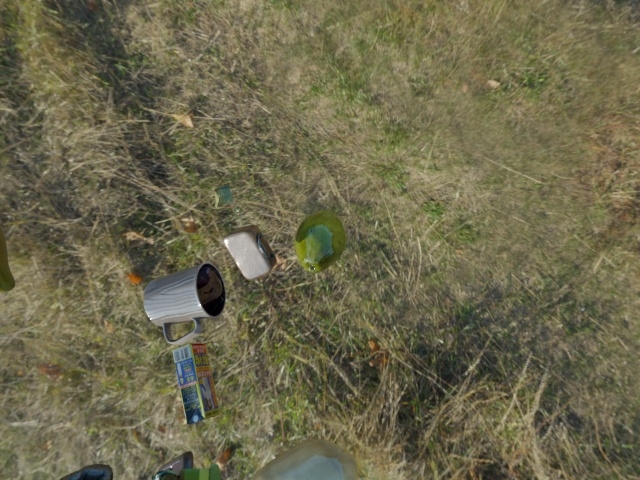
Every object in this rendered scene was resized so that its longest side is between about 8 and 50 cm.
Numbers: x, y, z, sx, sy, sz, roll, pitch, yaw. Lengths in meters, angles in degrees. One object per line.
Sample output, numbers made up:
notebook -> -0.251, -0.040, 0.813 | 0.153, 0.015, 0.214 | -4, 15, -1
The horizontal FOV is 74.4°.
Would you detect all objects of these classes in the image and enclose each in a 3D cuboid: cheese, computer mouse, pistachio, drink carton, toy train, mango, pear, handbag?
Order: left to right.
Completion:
mango -> -1.152, 0.044, 1.446 | 0.129, 0.146, 0.289 | -17, 90, -9
computer mouse -> -0.455, 0.744, 1.323 | 0.057, 0.120, 0.232 | 27, 127, -32
toy train -> -0.393, 0.772, 1.200 | 0.202, 0.120, 0.301 | 7, 116, -13
drink carton -> -0.280, 0.319, 0.948 | 0.056, 0.071, 0.166 | -21, 72, 13
cheese -> -0.326, -0.140, 1.375 | 0.041, 0.084, 0.060 | 4, 114, 19
handbag -> -0.249, 0.042, 1.530 | 0.151, 0.072, 0.193 | -15, 110, 27
pistachio -> -0.047, 0.624, 1.065 | 0.299, 0.187, 0.187 | -32, 94, -6
pear -> 0.000, 0.000, 1.662 | 0.212, 0.212, 0.269 | 16, 57, 11

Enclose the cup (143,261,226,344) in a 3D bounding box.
cup -> -0.538, 0.256, 1.712 | 0.273, 0.208, 0.288 | -15, 91, 16

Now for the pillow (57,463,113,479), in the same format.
pillow -> -0.690, 0.665, 1.007 | 0.101, 0.326, 0.228 | 49, 118, 40
